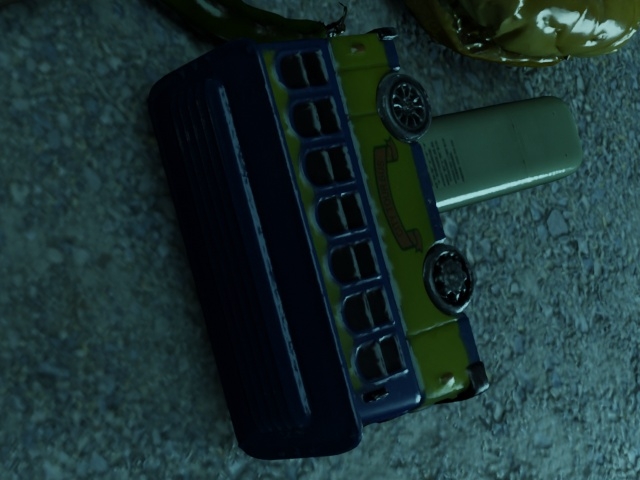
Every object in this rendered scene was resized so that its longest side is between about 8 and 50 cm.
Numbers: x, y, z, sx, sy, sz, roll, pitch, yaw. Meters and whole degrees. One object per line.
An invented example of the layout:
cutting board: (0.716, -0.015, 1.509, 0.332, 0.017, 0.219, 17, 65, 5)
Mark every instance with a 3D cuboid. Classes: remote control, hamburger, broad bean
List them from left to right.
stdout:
broad bean: (-0.073, -0.185, 0.907, 0.226, 0.039, 0.069, 14, 77, -38)
remote control: (0.139, -0.078, 1.059, 0.309, 0.038, 0.090, -17, 89, -42)
hamburger: (0.185, -0.308, 1.078, 0.318, 0.158, 0.319, 12, 72, -40)

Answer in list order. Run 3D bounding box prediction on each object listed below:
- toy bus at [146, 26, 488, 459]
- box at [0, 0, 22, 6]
toy bus: (0.000, 0.000, 0.857, 0.175, 0.138, 0.288, -14, 88, -42)
box: (-0.177, -0.221, 0.751, 0.200, 0.146, 0.088, -26, 80, -29)
